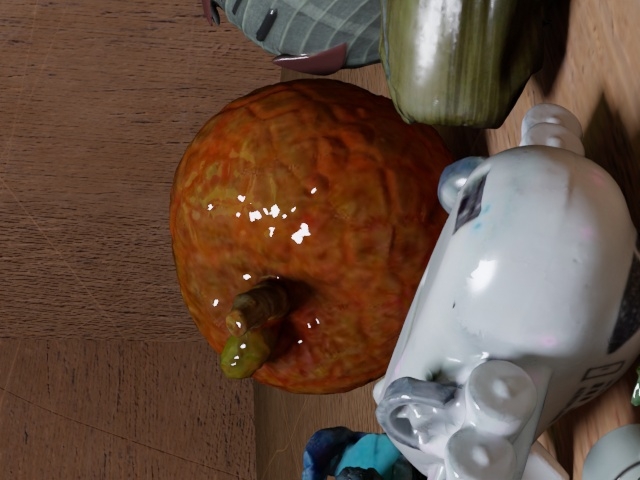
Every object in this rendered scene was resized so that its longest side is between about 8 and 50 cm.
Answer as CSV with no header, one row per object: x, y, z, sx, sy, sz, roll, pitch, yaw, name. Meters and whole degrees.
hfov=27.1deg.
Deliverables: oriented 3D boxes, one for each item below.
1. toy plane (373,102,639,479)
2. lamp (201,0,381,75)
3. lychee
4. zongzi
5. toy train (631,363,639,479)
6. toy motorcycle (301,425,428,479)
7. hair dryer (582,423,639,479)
0.096,0.055,0.684,0.267,0.122,0.267,15,-90,-86,toy plane
0.019,-0.239,0.989,0.265,0.233,0.233,127,146,-53,lamp
0.000,0.000,1.016,0.300,0.255,0.255,-75,-6,-49,lychee
0.100,-0.179,0.742,0.242,0.112,0.221,172,101,-82,zongzi
0.151,0.116,0.427,0.125,0.080,0.194,-119,29,-59,toy train
0.043,0.277,1.053,0.206,0.154,0.260,-39,-50,-68,toy motorcycle
0.154,0.075,0.553,0.082,0.047,0.137,-110,30,-69,hair dryer
